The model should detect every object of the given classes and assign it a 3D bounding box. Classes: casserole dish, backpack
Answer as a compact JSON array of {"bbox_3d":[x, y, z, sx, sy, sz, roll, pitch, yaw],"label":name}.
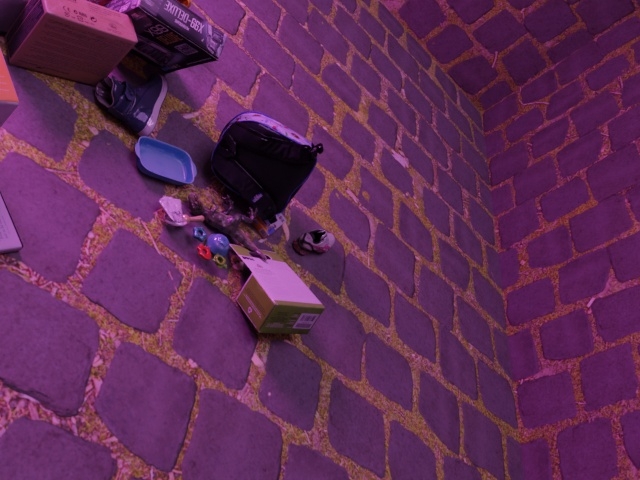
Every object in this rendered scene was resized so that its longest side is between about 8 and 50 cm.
[{"bbox_3d":[-0.410,-0.202,1.690,0.188,0.037,0.114,16,51,-44],"label":"casserole dish"},{"bbox_3d":[-0.169,-0.237,1.837,0.263,0.276,0.213,30,16,-21],"label":"backpack"}]

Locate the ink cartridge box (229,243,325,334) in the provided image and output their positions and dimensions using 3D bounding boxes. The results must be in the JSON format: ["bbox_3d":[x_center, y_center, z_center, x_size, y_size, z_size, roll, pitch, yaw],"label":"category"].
[{"bbox_3d":[-0.137,0.129,1.729,0.189,0.097,0.255,12,27,-48],"label":"ink cartridge box"}]

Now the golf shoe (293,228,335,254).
[{"bbox_3d":[0.000,0.000,2.011,0.186,0.086,0.067,-13,72,-57],"label":"golf shoe"}]

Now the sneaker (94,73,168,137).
[{"bbox_3d":[-0.494,-0.396,1.694,0.163,0.086,0.226,35,40,-34],"label":"sneaker"}]

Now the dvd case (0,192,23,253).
[{"bbox_3d":[-0.702,-0.045,1.196,0.253,0.022,0.180,-14,75,-55],"label":"dvd case"}]

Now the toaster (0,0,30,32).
[{"bbox_3d":[-0.724,-0.565,1.480,0.227,0.146,0.129,-2,66,-53],"label":"toaster"}]

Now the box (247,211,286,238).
[{"bbox_3d":[-0.153,-0.067,1.919,0.081,0.028,0.136,53,35,-6],"label":"box"}]

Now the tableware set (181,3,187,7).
[{"bbox_3d":[-0.458,-0.637,1.903,0.104,0.154,0.024,23,5,-19],"label":"tableware set"}]

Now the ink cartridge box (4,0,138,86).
[{"bbox_3d":[-0.591,-0.477,1.536,0.235,0.193,0.088,4,62,-52],"label":"ink cartridge box"}]

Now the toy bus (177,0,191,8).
[{"bbox_3d":[-0.484,-0.779,1.992,0.220,0.149,0.211,54,17,-10],"label":"toy bus"}]

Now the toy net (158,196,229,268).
[{"bbox_3d":[-0.327,-0.018,1.643,0.232,0.045,0.122,38,40,-25],"label":"toy net"}]

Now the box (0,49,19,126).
[{"bbox_3d":[-0.767,-0.374,1.248,0.215,0.168,0.345,-7,69,-54],"label":"box"}]

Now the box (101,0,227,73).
[{"bbox_3d":[-0.430,-0.554,1.717,0.242,0.307,0.076,27,78,-39],"label":"box"}]

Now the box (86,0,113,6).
[{"bbox_3d":[-0.640,-0.730,1.727,0.300,0.142,0.154,-14,74,-56],"label":"box"}]

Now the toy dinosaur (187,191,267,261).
[{"bbox_3d":[-0.239,-0.056,1.754,0.268,0.064,0.118,36,50,-13],"label":"toy dinosaur"}]
